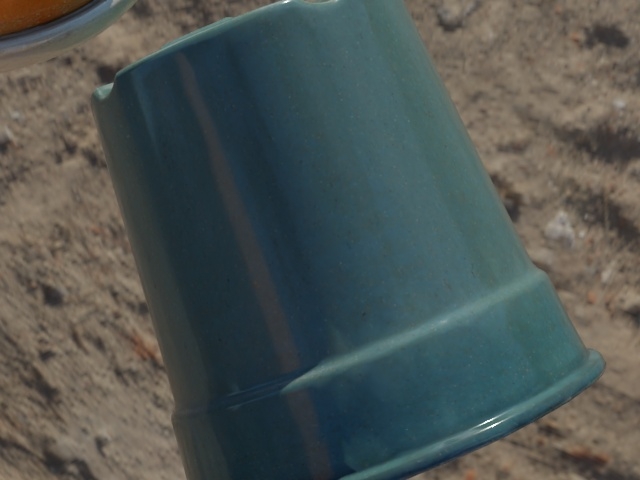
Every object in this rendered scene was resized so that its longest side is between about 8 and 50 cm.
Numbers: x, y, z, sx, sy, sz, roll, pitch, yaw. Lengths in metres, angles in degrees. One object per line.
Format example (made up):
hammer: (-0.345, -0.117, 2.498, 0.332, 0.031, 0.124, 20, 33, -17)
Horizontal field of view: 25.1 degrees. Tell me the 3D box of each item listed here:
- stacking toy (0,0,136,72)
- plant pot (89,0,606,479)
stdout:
stacking toy: (-0.280, -0.382, 0.993, 0.351, 0.480, 0.350, 4, 47, -4)
plant pot: (0.000, 0.000, 1.102, 0.341, 0.341, 0.334, -20, 90, -9)
